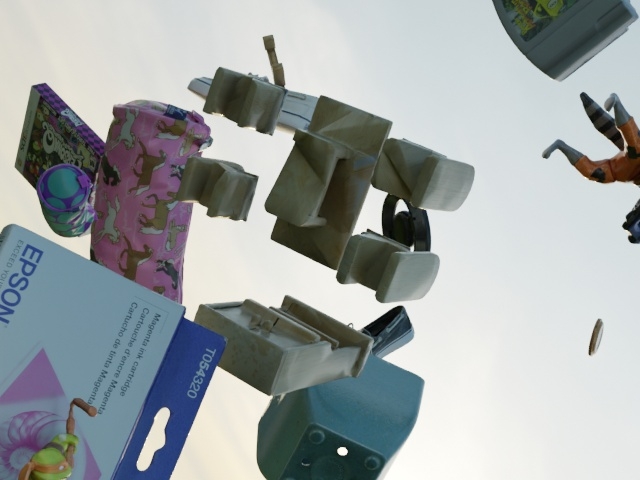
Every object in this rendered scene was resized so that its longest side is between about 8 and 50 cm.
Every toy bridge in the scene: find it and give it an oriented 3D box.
[{"bbox_3d":[-0.088,-0.343,1.952,0.063,0.026,0.188,82,-7,-60],"label":"toy bridge"}]

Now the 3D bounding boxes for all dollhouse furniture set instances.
[{"bbox_3d":[0.000,0.000,1.353,0.362,0.394,0.256,25,11,27],"label":"dollhouse furniture set"}]

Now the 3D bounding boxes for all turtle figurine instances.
[{"bbox_3d":[-0.295,0.298,0.956,0.269,0.087,0.217,-115,-140,-64],"label":"turtle figurine"}]

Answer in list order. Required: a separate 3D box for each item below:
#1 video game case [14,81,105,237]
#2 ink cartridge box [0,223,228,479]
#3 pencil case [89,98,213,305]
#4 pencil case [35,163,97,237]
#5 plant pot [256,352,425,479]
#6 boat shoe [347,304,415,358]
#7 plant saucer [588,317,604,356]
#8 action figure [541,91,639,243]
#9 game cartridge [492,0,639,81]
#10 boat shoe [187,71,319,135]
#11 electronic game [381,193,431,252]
[{"bbox_3d":[-0.504,-0.157,1.832,0.232,0.041,0.210,44,-50,21],"label":"video game case"},{"bbox_3d":[-0.297,0.195,1.127,0.330,0.324,0.071,28,-19,-22],"label":"ink cartridge box"},{"bbox_3d":[-0.297,-0.044,1.603,0.167,0.160,0.386,15,-83,36],"label":"pencil case"},{"bbox_3d":[-0.333,-0.049,1.236,0.152,0.070,0.065,133,-54,-73],"label":"pencil case"},{"bbox_3d":[0.028,0.346,1.656,0.247,0.247,0.252,26,17,-4],"label":"plant pot"},{"bbox_3d":[0.109,0.270,2.421,0.113,0.306,0.105,34,-32,59],"label":"boat shoe"},{"bbox_3d":[0.584,0.206,1.981,0.013,0.083,0.083,15,-38,26],"label":"plant saucer"},{"bbox_3d":[0.648,-0.174,1.785,0.330,0.179,0.341,29,-49,-13],"label":"action figure"},{"bbox_3d":[0.394,-0.424,1.597,0.196,0.060,0.294,-41,-126,34],"label":"game cartridge"},{"bbox_3d":[-0.121,-0.266,1.734,0.258,0.084,0.095,21,-6,13],"label":"boat shoe"},{"bbox_3d":[0.201,-0.026,2.197,0.229,0.048,0.229,172,-90,-71],"label":"electronic game"}]
